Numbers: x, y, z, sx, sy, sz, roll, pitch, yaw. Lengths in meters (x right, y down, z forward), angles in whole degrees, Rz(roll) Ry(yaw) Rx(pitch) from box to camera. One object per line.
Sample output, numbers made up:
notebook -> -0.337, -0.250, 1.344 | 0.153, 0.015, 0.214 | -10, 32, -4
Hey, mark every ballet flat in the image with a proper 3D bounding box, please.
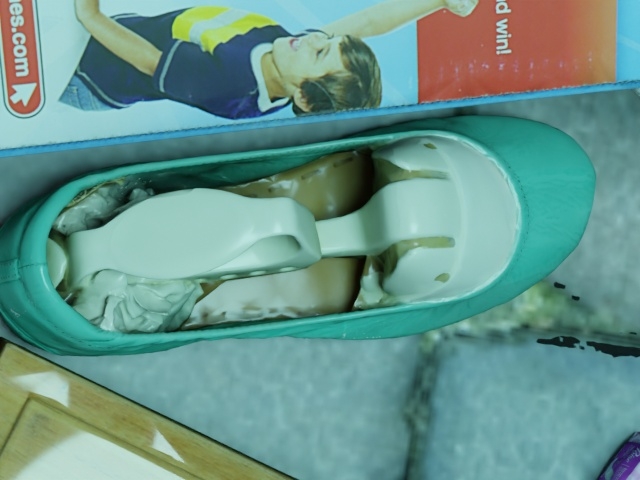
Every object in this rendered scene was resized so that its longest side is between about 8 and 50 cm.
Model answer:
ballet flat -> 0.000, 0.000, 0.700 | 0.247, 0.087, 0.083 | -9, 88, -12

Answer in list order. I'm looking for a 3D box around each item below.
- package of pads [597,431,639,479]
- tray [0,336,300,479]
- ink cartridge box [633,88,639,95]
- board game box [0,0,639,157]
package of pads -> 0.146, 0.122, 0.757 | 0.083, 0.032, 0.050 | 42, 80, -8
tray -> 0.020, 0.217, 0.707 | 0.411, 0.076, 0.202 | 27, 84, -11
ink cartridge box -> 0.211, -0.185, 0.629 | 0.117, 0.201, 0.278 | 20, 126, -12
board game box -> -0.026, -0.185, 0.483 | 0.302, 0.086, 0.308 | -7, 112, -13
